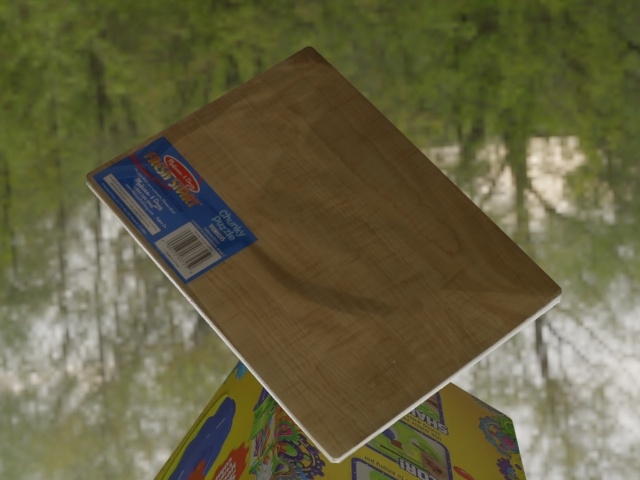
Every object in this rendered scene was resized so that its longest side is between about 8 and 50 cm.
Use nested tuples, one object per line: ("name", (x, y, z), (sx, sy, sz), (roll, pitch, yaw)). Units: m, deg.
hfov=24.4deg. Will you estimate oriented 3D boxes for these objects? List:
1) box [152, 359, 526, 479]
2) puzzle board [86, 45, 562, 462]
("box", (-0.025, 0.233, 0.842), (0.177, 0.290, 0.279), (31, -161, -13))
("puzzle board", (0.000, 0.000, 0.477), (0.096, 0.011, 0.128), (-33, -115, -24))
